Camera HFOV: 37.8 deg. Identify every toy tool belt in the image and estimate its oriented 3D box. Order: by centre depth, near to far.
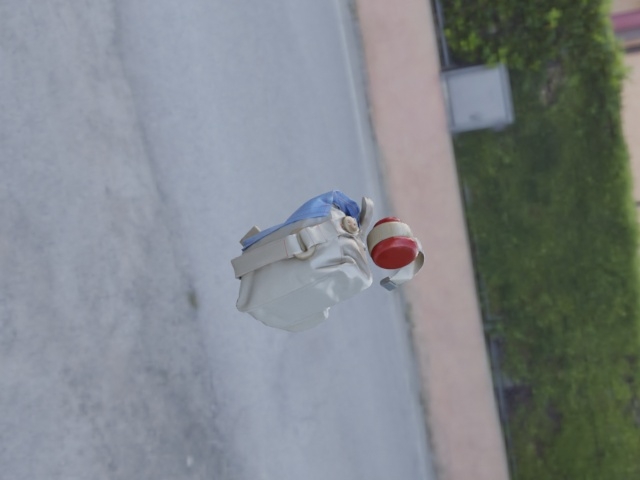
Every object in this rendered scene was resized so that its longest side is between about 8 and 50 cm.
[{"bbox_3d":[0.000,0.000,0.399,0.052,0.083,0.051,35,35,-46],"label":"toy tool belt"}]
